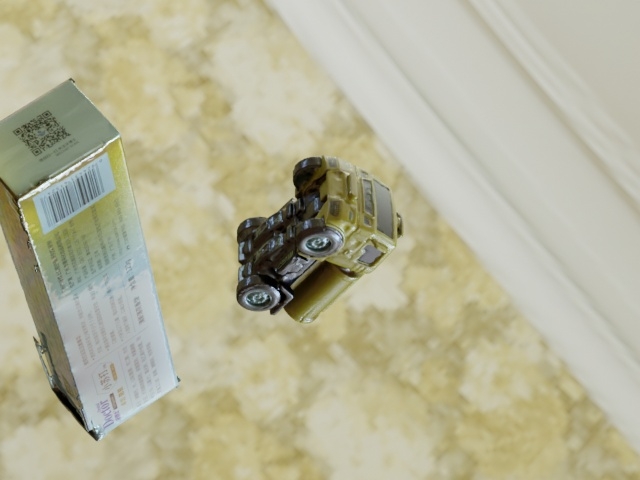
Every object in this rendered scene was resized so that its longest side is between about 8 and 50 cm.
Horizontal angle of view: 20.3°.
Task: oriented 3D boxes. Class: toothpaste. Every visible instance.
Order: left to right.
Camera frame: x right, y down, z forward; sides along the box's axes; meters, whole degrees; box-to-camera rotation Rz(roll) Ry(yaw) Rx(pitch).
[{"bbox_3d":[-0.161,0.026,1.233,0.071,0.089,0.313,43,-23,28],"label":"toothpaste"}]

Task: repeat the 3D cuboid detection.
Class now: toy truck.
[{"bbox_3d":[0.000,0.000,0.865,0.054,0.049,0.083,23,-47,-26],"label":"toy truck"}]
